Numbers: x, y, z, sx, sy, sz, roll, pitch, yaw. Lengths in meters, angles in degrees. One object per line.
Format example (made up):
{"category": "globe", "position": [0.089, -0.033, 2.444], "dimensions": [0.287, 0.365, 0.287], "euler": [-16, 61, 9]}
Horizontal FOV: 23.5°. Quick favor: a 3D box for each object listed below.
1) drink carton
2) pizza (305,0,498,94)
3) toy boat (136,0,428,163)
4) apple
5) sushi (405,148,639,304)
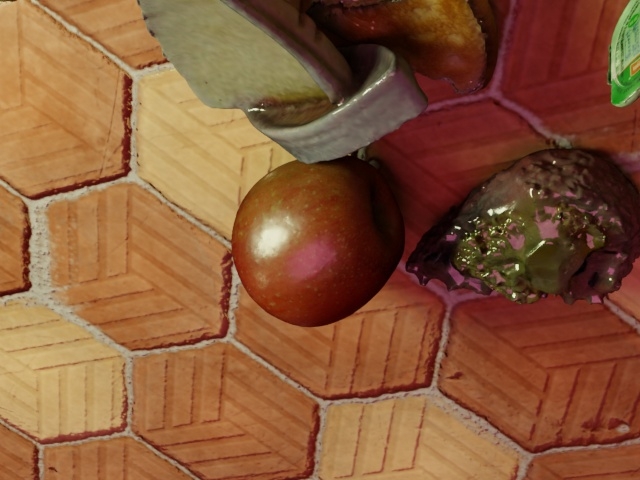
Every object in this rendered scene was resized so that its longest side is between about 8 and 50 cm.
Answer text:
{"category": "drink carton", "position": [0.360, -0.170, 1.387], "dimensions": [0.142, 0.144, 0.146], "euler": [26, 133, -16]}
{"category": "pizza", "position": [0.079, -0.217, 1.494], "dimensions": [0.195, 0.052, 0.185], "euler": [12, 148, 18]}
{"category": "toy boat", "position": [-0.056, -0.181, 1.505], "dimensions": [0.293, 0.111, 0.276], "euler": [33, 160, -11]}
{"category": "apple", "position": [0.000, 0.000, 1.620], "dimensions": [0.168, 0.181, 0.181], "euler": [-21, 120, 24]}
{"category": "sushi", "position": [0.211, -0.018, 1.581], "dimensions": [0.241, 0.107, 0.161], "euler": [9, 127, 12]}
